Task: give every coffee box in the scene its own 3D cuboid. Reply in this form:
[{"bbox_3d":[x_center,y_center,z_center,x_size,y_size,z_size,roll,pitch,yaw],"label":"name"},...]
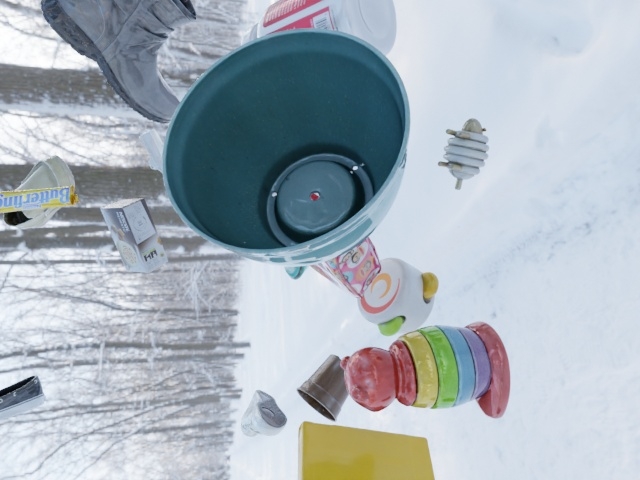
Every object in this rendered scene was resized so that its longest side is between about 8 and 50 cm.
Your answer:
[{"bbox_3d":[-0.657,-0.018,1.645,0.098,0.141,0.247,-39,-57,-49],"label":"coffee box"}]

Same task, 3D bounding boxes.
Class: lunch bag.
[{"bbox_3d":[0.000,0.000,1.083,0.120,0.258,0.293,-52,-30,-12],"label":"lunch bag"}]

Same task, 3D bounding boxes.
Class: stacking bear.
[{"bbox_3d":[0.185,0.246,0.871,0.175,0.288,0.164,-113,22,-54],"label":"stacking bear"}]

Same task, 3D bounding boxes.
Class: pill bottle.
[{"bbox_3d":[-0.020,-0.553,1.250,0.407,0.229,0.229,-1,89,41],"label":"pill bottle"}]

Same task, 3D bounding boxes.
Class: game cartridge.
[{"bbox_3d":[0.106,0.556,1.010,0.285,0.323,0.053,-91,18,-48],"label":"game cartridge"}]

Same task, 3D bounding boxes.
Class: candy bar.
[{"bbox_3d":[-0.478,-0.065,0.745,0.018,0.161,0.040,-1,97,59],"label":"candy bar"}]

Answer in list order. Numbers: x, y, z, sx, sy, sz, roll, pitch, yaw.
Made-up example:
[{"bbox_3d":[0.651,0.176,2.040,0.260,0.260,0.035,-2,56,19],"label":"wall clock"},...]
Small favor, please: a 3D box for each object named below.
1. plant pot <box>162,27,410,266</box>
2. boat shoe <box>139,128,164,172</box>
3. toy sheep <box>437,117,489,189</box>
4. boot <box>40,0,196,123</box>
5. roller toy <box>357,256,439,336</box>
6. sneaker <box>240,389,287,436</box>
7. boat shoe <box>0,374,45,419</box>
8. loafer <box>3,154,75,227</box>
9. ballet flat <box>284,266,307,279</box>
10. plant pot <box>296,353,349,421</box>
[{"bbox_3d":[-0.024,-0.090,0.607,0.196,0.292,0.293,55,-152,-65],"label":"plant pot"},{"bbox_3d":[-0.512,-0.256,1.459,0.066,0.063,0.184,-119,5,-82],"label":"boat shoe"},{"bbox_3d":[0.267,-0.159,0.859,0.091,0.091,0.132,-117,39,-68],"label":"toy sheep"},{"bbox_3d":[-0.327,-0.384,0.901,0.338,0.222,0.118,45,-156,-57],"label":"boot"},{"bbox_3d":[0.214,0.154,1.290,0.209,0.146,0.191,-59,33,3],"label":"roller toy"},{"bbox_3d":[-0.174,0.541,1.367,0.123,0.105,0.290,-60,6,-9],"label":"sneaker"},{"bbox_3d":[-0.670,0.326,0.920,0.080,0.228,0.076,-9,89,37],"label":"boat shoe"},{"bbox_3d":[-0.694,-0.104,1.136,0.268,0.102,0.092,-40,1,33],"label":"loafer"},{"bbox_3d":[-0.080,0.056,1.491,0.083,0.087,0.247,-53,34,10],"label":"ballet flat"},{"bbox_3d":[0.034,0.483,1.547,0.165,0.167,0.167,-48,-10,-26],"label":"plant pot"}]
